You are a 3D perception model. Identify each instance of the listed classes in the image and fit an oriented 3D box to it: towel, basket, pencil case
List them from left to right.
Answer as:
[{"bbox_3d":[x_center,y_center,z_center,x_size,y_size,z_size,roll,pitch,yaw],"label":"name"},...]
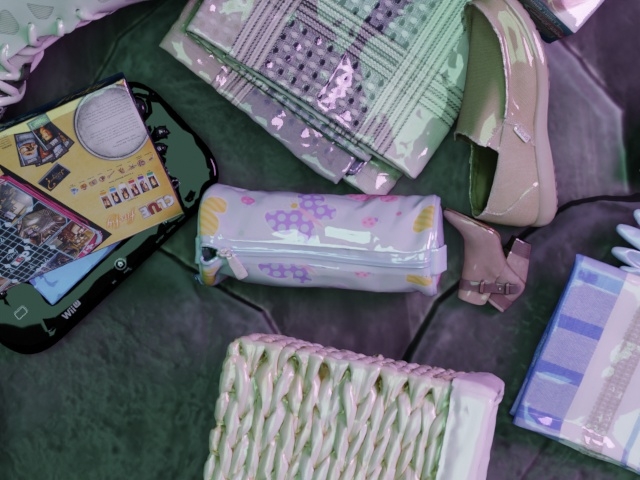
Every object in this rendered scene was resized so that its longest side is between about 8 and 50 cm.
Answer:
[{"bbox_3d":[0.000,0.000,1.733,0.273,0.124,0.113,3,93,3],"label":"pencil case"},{"bbox_3d":[0.026,0.271,1.620,0.266,0.331,0.328,12,88,7],"label":"basket"},{"bbox_3d":[0.037,-0.242,1.741,0.312,0.056,0.324,35,92,-11],"label":"towel"},{"bbox_3d":[0.369,0.158,1.723,0.285,0.034,0.209,22,100,3],"label":"towel"}]

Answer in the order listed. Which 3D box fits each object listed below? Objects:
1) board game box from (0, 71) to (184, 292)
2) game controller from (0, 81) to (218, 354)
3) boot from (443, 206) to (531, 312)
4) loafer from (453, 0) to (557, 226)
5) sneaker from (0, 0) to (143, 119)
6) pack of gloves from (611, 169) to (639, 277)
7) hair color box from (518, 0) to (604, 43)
[{"bbox_3d":[-0.290,-0.057,1.722,0.243,0.042,0.165,-23,109,-2],"label":"board game box"},{"bbox_3d":[-0.267,-0.024,1.785,0.319,0.067,0.166,-43,85,2],"label":"game controller"},{"bbox_3d":[0.172,0.025,1.754,0.118,0.042,0.087,25,99,-4],"label":"boot"},{"bbox_3d":[0.188,-0.136,1.705,0.092,0.102,0.268,-15,102,-16],"label":"loafer"},{"bbox_3d":[-0.305,-0.222,1.750,0.448,0.169,0.257,4,98,21],"label":"sneaker"},{"bbox_3d":[0.439,-0.015,1.749,0.232,0.046,0.195,23,90,-5],"label":"pack of gloves"},{"bbox_3d":[0.306,-0.395,1.702,0.174,0.105,0.347,42,85,-7],"label":"hair color box"}]
